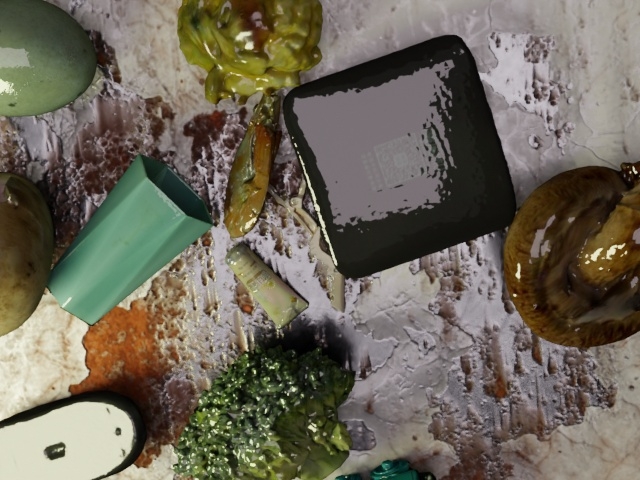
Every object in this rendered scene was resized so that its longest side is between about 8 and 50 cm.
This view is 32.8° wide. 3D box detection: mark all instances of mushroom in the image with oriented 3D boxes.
[{"bbox_3d":[-0.469,0.015,1.531,0.184,0.255,0.255,17,100,-12],"label":"mushroom"},{"bbox_3d":[0.395,0.006,1.509,0.263,0.195,0.283,40,116,-12],"label":"mushroom"}]

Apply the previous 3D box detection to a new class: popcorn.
[{"bbox_3d":[-0.095,-0.290,1.499,0.218,0.169,0.189,5,110,38],"label":"popcorn"}]

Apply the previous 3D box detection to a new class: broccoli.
[{"bbox_3d":[-0.063,0.289,1.584,0.245,0.288,0.248,43,61,-19],"label":"broccoli"}]

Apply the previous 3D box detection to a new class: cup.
[{"bbox_3d":[-0.281,0.009,1.580,0.148,0.134,0.235,43,103,-1],"label":"cup"}]

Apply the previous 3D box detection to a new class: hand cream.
[{"bbox_3d":[-0.086,0.067,1.625,0.061,0.039,0.143,-41,100,6],"label":"hand cream"}]

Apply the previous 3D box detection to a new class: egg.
[{"bbox_3d":[-0.429,-0.257,1.515,0.236,0.169,0.169,6,100,-1],"label":"egg"}]

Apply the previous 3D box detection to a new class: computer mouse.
[{"bbox_3d":[-0.376,0.305,1.652,0.270,0.086,0.137,-20,90,14],"label":"computer mouse"}]

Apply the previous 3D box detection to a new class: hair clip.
[{"bbox_3d":[0.000,0.000,1.608,0.072,0.034,0.226,-28,98,6],"label":"hair clip"}]

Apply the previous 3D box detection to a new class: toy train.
[{"bbox_3d":[0.081,0.402,1.615,0.198,0.154,0.107,-19,95,6],"label":"toy train"}]

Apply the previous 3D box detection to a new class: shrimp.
[{"bbox_3d":[-0.089,-0.105,1.558,0.051,0.115,0.217,13,98,-35],"label":"shrimp"}]

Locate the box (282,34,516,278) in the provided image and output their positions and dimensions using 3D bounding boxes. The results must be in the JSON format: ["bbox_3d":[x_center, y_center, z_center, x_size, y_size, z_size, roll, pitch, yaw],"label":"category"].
[{"bbox_3d":[0.114,-0.118,1.554,0.289,0.073,0.290,-19,99,1],"label":"box"}]
